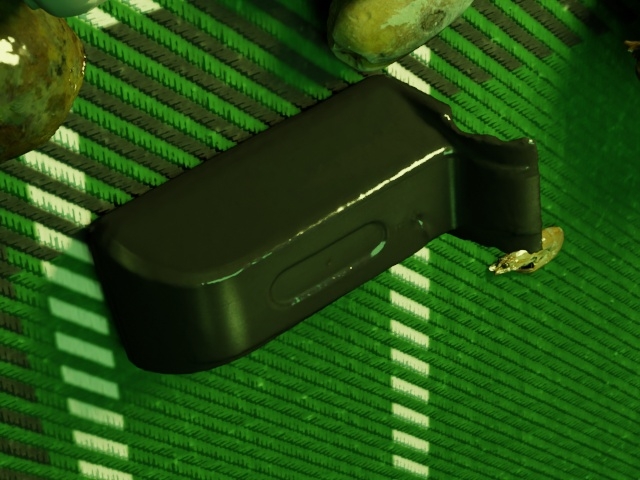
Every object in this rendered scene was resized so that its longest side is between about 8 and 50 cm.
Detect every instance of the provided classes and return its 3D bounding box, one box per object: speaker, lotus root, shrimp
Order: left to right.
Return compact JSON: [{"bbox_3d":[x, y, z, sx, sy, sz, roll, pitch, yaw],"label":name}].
[{"bbox_3d":[-0.301,-0.133,1.122,0.275,0.152,0.160,-2,116,-39],"label":"lotus root"},{"bbox_3d":[0.000,0.000,1.443,0.388,0.184,0.180,-30,134,-19],"label":"speaker"},{"bbox_3d":[0.089,-0.228,1.422,0.192,0.088,0.113,-36,176,-11],"label":"lotus root"},{"bbox_3d":[0.241,0.021,1.779,0.108,0.023,0.059,-30,142,-20],"label":"shrimp"}]

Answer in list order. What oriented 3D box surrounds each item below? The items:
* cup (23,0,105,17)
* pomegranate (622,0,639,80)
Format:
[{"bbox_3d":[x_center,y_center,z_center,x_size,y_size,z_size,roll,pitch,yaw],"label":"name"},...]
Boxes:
[{"bbox_3d":[-0.161,-0.306,1.080,0.274,0.259,0.356,-47,168,-2],"label":"cup"},{"bbox_3d":[0.464,-0.245,1.589,0.319,0.319,0.319,-21,130,-28],"label":"pomegranate"}]
